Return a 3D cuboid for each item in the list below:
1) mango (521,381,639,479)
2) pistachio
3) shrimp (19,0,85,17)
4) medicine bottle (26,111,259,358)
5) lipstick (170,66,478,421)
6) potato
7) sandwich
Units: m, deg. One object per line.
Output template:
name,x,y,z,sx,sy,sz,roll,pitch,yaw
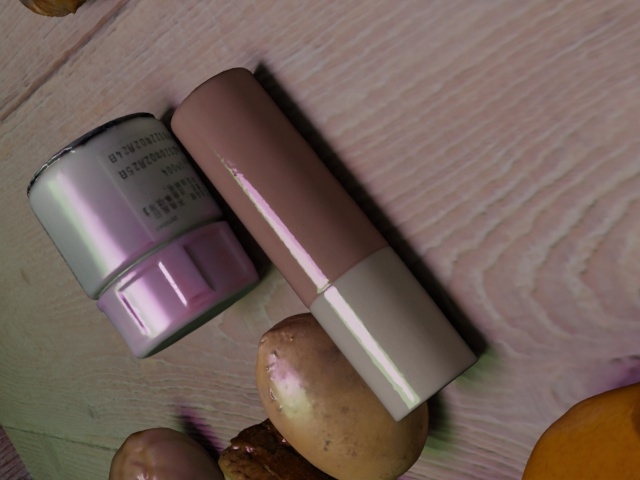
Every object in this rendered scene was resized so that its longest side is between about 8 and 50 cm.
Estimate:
mango,0.190,0.146,0.479,0.252,0.126,0.153,9,113,55
pistachio,-0.162,0.311,1.170,0.144,0.144,0.215,6,128,55
shrimp,-0.232,-0.244,0.824,0.187,0.052,0.132,25,137,49
medicine bottle,-0.145,-0.002,0.838,0.168,0.135,0.135,56,151,5
lipstick,0.000,0.000,0.683,0.254,0.070,0.070,52,150,11
potato,0.014,0.114,0.743,0.147,0.112,0.112,54,151,-6
sandwich,0.025,0.321,0.919,0.254,0.100,0.288,24,136,46
